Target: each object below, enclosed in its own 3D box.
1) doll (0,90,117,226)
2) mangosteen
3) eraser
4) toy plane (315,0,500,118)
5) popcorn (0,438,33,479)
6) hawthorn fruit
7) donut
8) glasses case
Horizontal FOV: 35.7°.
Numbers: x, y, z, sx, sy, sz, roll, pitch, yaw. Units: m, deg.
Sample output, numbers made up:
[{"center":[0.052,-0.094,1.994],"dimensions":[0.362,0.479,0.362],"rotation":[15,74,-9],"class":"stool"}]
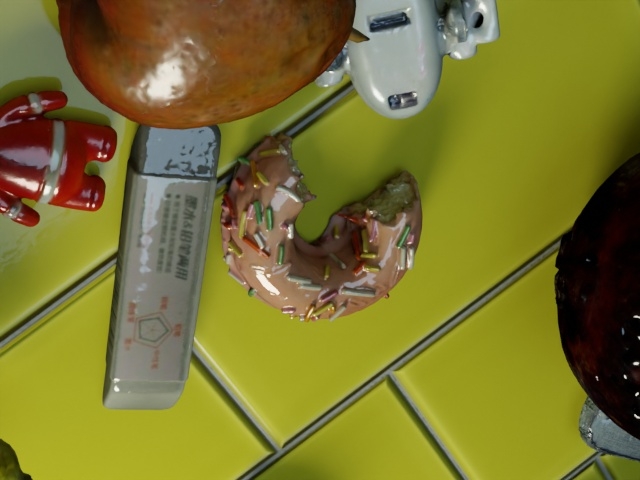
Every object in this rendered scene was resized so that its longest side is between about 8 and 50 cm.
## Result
[{"center":[-0.320,-0.084,0.949],"dimensions":[0.245,0.076,0.142],"rotation":[7,107,-26],"class":"doll"},{"center":[0.467,0.070,1.127],"dimensions":[0.421,0.381,0.381],"rotation":[22,102,-30],"class":"mangosteen"},{"center":[-0.172,0.035,1.056],"dimensions":[0.089,0.061,0.351],"rotation":[4,109,-20],"class":"eraser"},{"center":[0.064,-0.242,1.005],"dimensions":[0.245,0.117,0.244],"rotation":[-1,118,-2],"class":"toy plane"},{"center":[-0.474,0.272,0.919],"dimensions":[0.336,0.279,0.274],"rotation":[24,143,-10],"class":"popcorn"},{"center":[-0.081,-0.230,0.873],"dimensions":[0.298,0.277,0.277],"rotation":[13,106,-26],"class":"hawthorn fruit"},{"center":[0.000,0.000,1.091],"dimensions":[0.233,0.085,0.199],"rotation":[13,107,-22],"class":"donut"},{"center":[0.477,0.256,1.373],"dimensions":[0.282,0.067,0.109],"rotation":[15,103,-26],"class":"glasses case"}]
